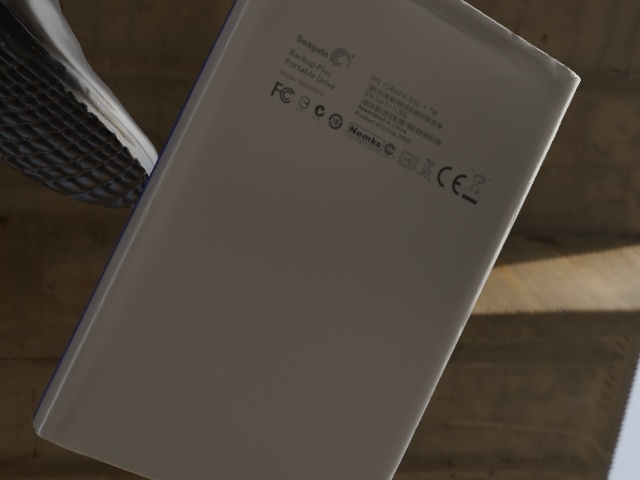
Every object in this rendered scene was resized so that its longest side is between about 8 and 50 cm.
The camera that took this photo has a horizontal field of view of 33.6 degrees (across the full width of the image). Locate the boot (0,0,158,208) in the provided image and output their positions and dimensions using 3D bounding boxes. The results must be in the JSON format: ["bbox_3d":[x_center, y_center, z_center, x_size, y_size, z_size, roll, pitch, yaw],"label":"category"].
[{"bbox_3d":[-0.201,-0.197,0.763,0.118,0.223,0.338,-8,-43,33],"label":"boot"}]

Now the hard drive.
[{"bbox_3d":[0.000,0.000,0.617,0.210,0.040,0.319,26,-92,-23],"label":"hard drive"}]
